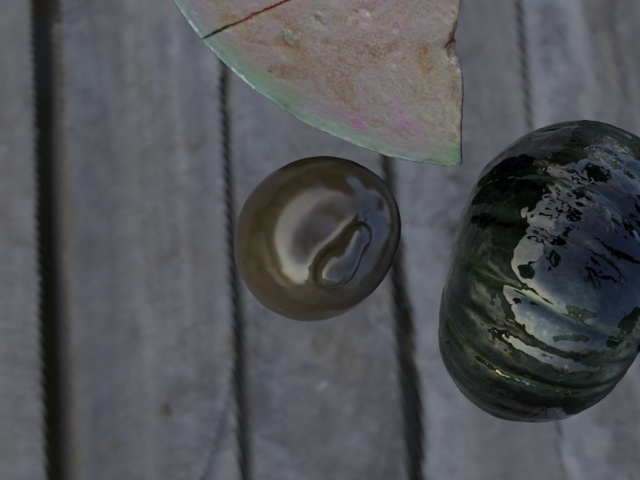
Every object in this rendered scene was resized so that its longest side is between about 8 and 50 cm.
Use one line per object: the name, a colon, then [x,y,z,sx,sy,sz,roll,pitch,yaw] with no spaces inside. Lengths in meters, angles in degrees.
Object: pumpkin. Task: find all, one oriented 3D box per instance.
pumpkin: [0.200,0.032,1.458,0.216,0.250,0.250,37,59,14]

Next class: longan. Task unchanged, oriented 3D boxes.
longan: [0.000,0.000,1.129,0.106,0.119,0.106,-3,103,-15]

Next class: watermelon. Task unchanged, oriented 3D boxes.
watermelon: [0.018,-0.267,1.477,0.319,0.292,0.222,22,50,15]
